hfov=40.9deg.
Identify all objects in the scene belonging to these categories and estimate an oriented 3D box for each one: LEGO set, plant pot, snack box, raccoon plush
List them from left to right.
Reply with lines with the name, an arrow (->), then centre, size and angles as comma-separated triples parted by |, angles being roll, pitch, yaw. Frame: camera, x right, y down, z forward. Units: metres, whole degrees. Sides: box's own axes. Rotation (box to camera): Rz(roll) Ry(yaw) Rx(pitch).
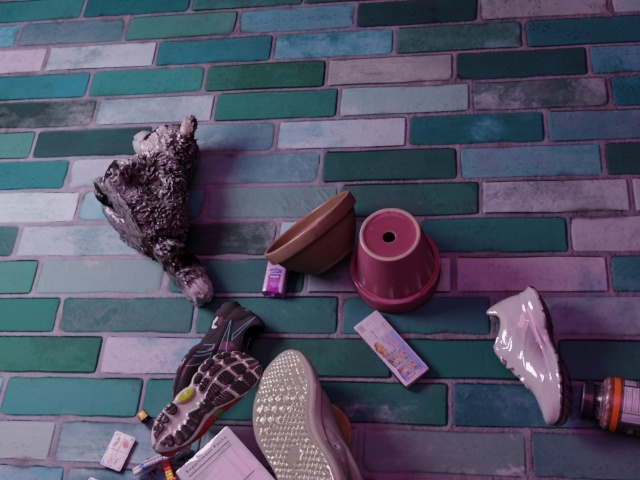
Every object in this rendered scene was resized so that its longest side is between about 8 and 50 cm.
LEGO set -> -0.379, 0.471, 1.766 | 0.182, 0.060, 0.244 | 16, 64, 15
raccoon plush -> -0.325, -0.082, 2.054 | 0.299, 0.216, 0.446 | -37, 89, -27
plant pot -> 0.000, 0.000, 1.908 | 0.237, 0.237, 0.110 | -40, 98, -13
snack box -> 0.150, 0.231, 1.827 | 0.064, 0.022, 0.178 | -35, 60, -12
plant pot -> 0.158, 0.031, 1.851 | 0.201, 0.180, 0.201 | -4, 59, 7

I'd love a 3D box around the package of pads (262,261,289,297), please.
package of pads -> -0.101, 0.088, 1.952 | 0.050, 0.032, 0.083 | 2, 60, 15

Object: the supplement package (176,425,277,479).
supplement package -> -0.140, 0.504, 1.655 | 0.139, 0.134, 0.244 | -40, 61, -13

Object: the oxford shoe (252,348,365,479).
oxford shoe -> -0.020, 0.385, 1.638 | 0.169, 0.130, 0.449 | -46, 34, 13

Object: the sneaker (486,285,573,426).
sneaker -> 0.426, 0.242, 1.739 | 0.129, 0.111, 0.297 | -21, 53, 16

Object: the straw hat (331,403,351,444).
straw hat -> 0.000, 0.401, 1.733 | 0.144, 0.061, 0.144 | -6, 50, 8

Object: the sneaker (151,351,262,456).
sneaker -> -0.239, 0.333, 1.757 | 0.107, 0.118, 0.279 | 43, 58, 16

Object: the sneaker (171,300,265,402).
sneaker -> -0.220, 0.252, 1.839 | 0.106, 0.101, 0.267 | 24, 67, 20

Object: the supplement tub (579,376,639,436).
supplement tub -> 0.601, 0.321, 1.643 | 0.197, 0.106, 0.106 | 7, 62, 15
